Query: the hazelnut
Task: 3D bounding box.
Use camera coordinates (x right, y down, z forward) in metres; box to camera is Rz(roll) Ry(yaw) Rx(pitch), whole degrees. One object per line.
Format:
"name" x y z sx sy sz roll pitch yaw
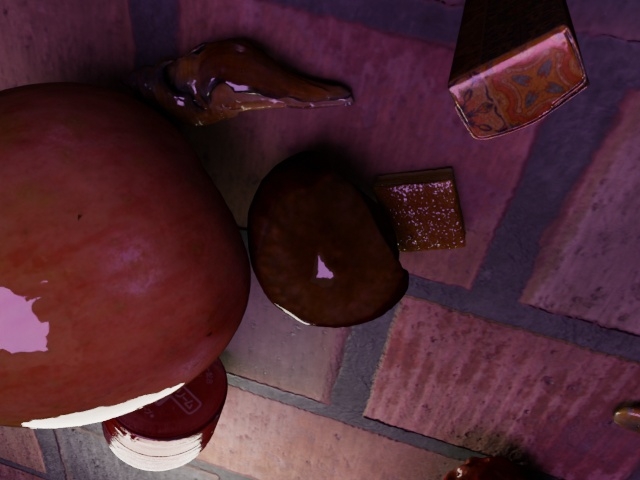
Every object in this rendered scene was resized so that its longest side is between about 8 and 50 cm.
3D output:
"hazelnut" 0.004 -0.001 0.615 0.170 0.161 0.201 -12 91 43

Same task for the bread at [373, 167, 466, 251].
"bread" 0.115 -0.033 0.632 0.090 0.035 0.094 -6 125 23

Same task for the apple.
"apple" -0.274 0.019 0.584 0.364 0.364 0.363 9 129 12

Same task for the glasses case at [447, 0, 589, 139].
"glasses case" 0.145 -0.153 0.409 0.075 0.218 0.049 -21 118 31

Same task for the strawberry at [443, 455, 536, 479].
"strawberry" 0.255 0.499 0.860 0.318 0.295 0.345 -17 98 -12

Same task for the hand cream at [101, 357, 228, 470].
"hand cream" -0.250 0.255 0.880 0.193 0.193 0.125 25 132 -1

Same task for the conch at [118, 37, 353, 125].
"conch" -0.089 -0.167 0.575 0.233 0.086 0.080 -9 84 10

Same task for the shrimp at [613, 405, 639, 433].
"shrimp" 0.452 0.252 0.748 0.108 0.023 0.059 22 140 1
